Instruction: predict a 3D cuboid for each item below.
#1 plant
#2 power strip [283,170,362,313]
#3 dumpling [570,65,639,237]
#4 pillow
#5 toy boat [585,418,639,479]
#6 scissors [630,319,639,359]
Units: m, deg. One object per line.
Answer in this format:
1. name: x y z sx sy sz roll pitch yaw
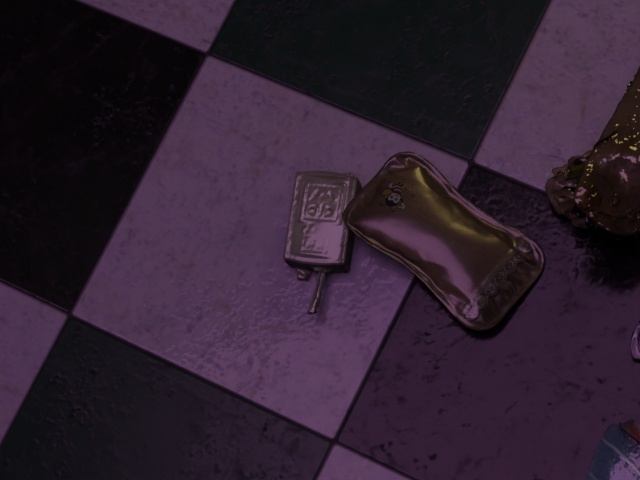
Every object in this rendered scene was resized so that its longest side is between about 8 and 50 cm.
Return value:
1. plant: 0.298 -0.073 1.817 0.104 0.122 0.116 40 91 31
2. power strip: 0.000 0.000 1.896 0.075 0.042 0.175 4 75 12
3. dumpling: 0.393 -0.126 1.791 0.166 0.086 0.332 31 62 -6
4. pillow: 0.138 -0.003 1.864 0.217 0.033 0.130 40 74 13
5. toy boat: 0.309 0.253 1.760 0.122 0.034 0.096 -41 64 0
6. scissors: 0.370 0.048 1.817 0.100 0.015 0.189 -16 70 10
